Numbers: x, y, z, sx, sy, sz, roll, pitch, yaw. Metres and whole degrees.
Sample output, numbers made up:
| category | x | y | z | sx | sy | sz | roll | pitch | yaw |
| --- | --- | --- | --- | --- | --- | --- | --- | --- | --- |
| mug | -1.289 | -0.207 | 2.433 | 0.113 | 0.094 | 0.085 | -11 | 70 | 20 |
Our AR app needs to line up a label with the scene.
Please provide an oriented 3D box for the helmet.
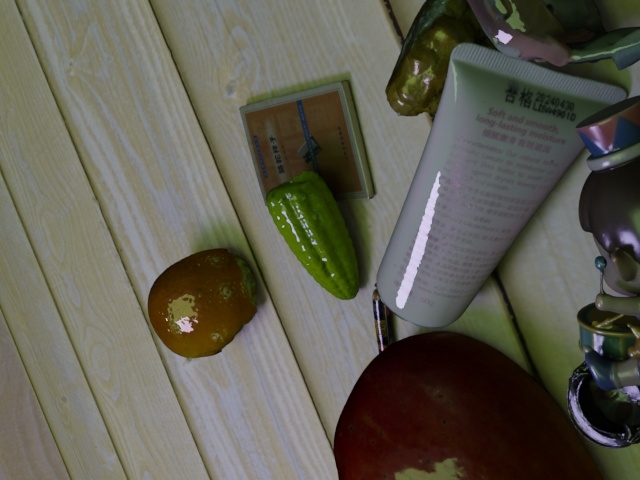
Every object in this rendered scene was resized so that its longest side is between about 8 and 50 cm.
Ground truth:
| category | x | y | z | sx | sy | sz | roll | pitch | yaw |
| --- | --- | --- | --- | --- | --- | --- | --- | --- | --- |
| helmet | 0.330 | 0.163 | 0.800 | 0.098 | 0.070 | 0.123 | 51 | 146 | 28 |

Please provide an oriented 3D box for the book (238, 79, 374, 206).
| category | x | y | z | sx | sy | sz | roll | pitch | yaw |
| --- | --- | --- | --- | --- | --- | --- | --- | --- | --- |
| book | -0.027 | -0.136 | 1.101 | 0.241 | 0.018 | 0.170 | -2 | 106 | 49 |

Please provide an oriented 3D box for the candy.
| category | x | y | z | sx | sy | sz | roll | pitch | yaw |
| --- | --- | --- | --- | --- | --- | --- | --- | --- | --- |
| candy | 0.000 | 0.000 | 1.073 | 0.096 | 0.096 | 0.210 | -3 | 122 | 49 |

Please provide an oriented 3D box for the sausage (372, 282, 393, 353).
| category | x | y | z | sx | sy | sz | roll | pitch | yaw |
| --- | --- | --- | --- | --- | --- | --- | --- | --- | --- |
| sausage | 0.097 | 0.154 | 1.092 | 0.028 | 0.025 | 0.199 | -98 | -1 | -72 |

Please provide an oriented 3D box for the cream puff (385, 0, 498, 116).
| category | x | y | z | sx | sy | sz | roll | pitch | yaw |
| --- | --- | --- | --- | --- | --- | --- | --- | --- | --- |
| cream puff | 0.145 | -0.196 | 0.808 | 0.116 | 0.146 | 0.146 | 20 | 132 | -5 |

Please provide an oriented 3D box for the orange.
| category | x | y | z | sx | sy | sz | roll | pitch | yaw |
| --- | --- | --- | --- | --- | --- | --- | --- | --- | --- |
| orange | -0.224 | 0.123 | 1.335 | 0.237 | 0.158 | 0.179 | -33 | 80 | 50 |

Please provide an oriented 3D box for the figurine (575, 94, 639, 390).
| category | x | y | z | sx | sy | sz | roll | pitch | yaw |
| --- | --- | --- | --- | --- | --- | --- | --- | --- | --- |
| figurine | 0.310 | 0.003 | 0.689 | 0.158 | 0.161 | 0.276 | 21 | 119 | 59 |

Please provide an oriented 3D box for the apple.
| category | x | y | z | sx | sy | sz | roll | pitch | yaw |
| --- | --- | --- | --- | --- | --- | --- | --- | --- | --- |
| apple | 0.184 | 0.321 | 0.971 | 0.364 | 0.295 | 0.329 | 34 | 161 | 36 |

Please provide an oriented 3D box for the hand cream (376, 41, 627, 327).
| category | x | y | z | sx | sy | sz | roll | pitch | yaw |
| --- | --- | --- | --- | --- | --- | --- | --- | --- | --- |
| hand cream | 0.170 | -0.048 | 0.836 | 0.185 | 0.118 | 0.359 | 15 | 131 | -7 |

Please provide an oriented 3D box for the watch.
| category | x | y | z | sx | sy | sz | roll | pitch | yaw |
| --- | --- | --- | --- | --- | --- | --- | --- | --- | --- |
| watch | 0.249 | -0.275 | 0.630 | 0.241 | 0.161 | 0.254 | -33 | 83 | 43 |
